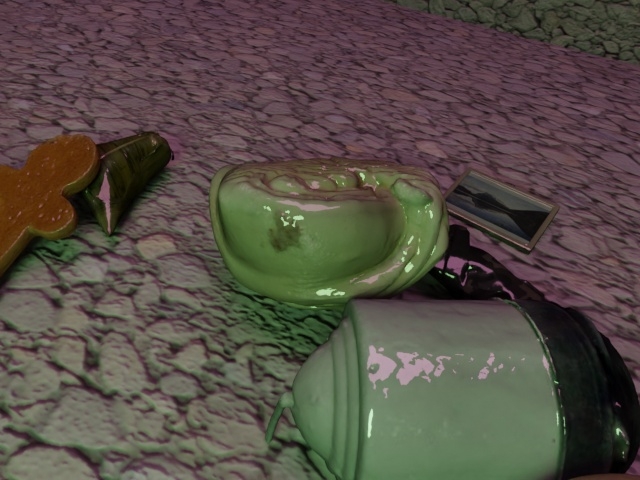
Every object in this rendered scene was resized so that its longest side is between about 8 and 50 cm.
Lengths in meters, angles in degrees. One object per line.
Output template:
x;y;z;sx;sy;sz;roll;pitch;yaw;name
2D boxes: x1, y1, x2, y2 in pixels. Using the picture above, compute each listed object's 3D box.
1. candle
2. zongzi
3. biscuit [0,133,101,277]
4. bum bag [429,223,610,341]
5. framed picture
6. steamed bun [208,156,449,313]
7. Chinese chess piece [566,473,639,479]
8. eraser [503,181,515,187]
0.117;0.168;0.494;0.342;0.221;0.221;2;41;-7;candle
-0.326;-0.108;0.838;0.204;0.094;0.204;-25;55;-32;zongzi
-0.464;-0.042;0.718;0.205;0.049;0.324;22;64;15;biscuit
0.274;0.092;0.705;0.144;0.095;0.340;-20;54;-38;bum bag
0.354;-0.067;0.942;0.203;0.015;0.150;32;56;25;framed picture
0.010;-0.001;0.650;0.309;0.220;0.324;-4;17;-17;steamed bun
0.237;0.315;0.337;0.273;0.102;0.273;1;81;-8;Chinese chess piece
0.401;-0.100;1.001;0.027;0.019;0.099;17;43;11;eraser
